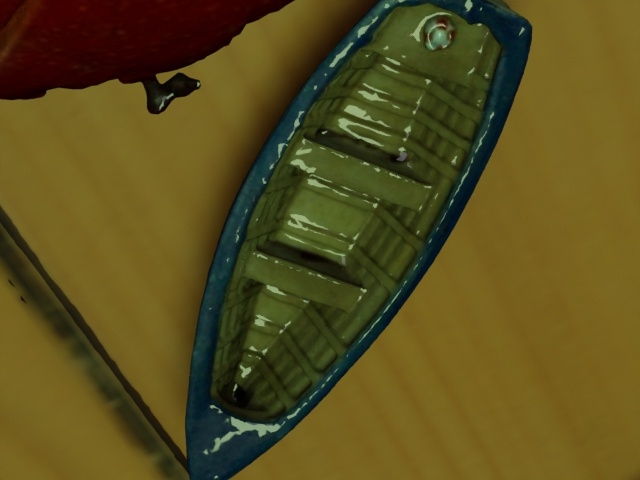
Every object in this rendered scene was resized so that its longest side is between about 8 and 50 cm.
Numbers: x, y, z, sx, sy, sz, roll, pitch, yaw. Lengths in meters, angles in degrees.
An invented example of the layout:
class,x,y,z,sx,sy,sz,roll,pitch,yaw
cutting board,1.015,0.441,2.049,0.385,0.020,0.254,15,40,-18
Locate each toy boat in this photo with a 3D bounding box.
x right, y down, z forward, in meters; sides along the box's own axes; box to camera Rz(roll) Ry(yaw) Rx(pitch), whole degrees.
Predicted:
class,x,y,z,sx,sy,sz,roll,pitch,yaw
toy boat,0.000,0.000,0.560,0.080,0.046,0.229,18,118,-18

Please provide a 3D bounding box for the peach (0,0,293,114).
class,x,y,z,sx,sy,sz,roll,pitch,yaw
peach,-0.092,-0.128,0.382,0.226,0.190,0.196,17,116,-19
